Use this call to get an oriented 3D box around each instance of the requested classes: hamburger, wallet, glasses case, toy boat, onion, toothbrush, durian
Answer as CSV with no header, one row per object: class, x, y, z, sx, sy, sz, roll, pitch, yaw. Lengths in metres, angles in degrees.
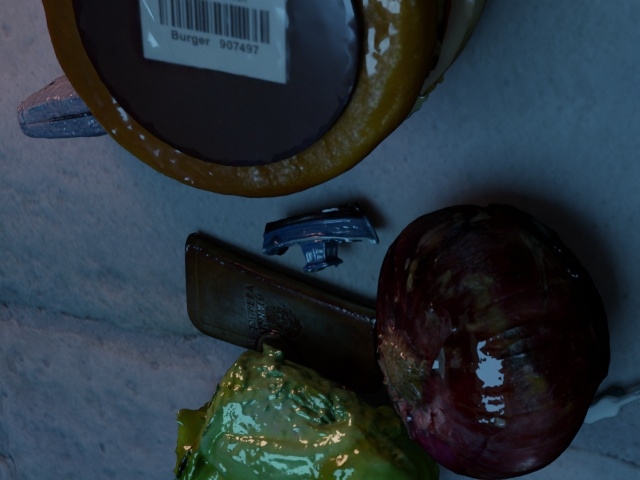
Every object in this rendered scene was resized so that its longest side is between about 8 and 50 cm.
hamburger,-0.037,-0.211,0.893,0.330,0.250,0.330,14,125,20
wallet,-0.042,0.088,1.258,0.255,0.031,0.137,20,131,26
glasses case,-0.199,-0.150,1.164,0.282,0.109,0.067,-5,113,38
toy boat,0.000,0.000,1.149,0.137,0.060,0.061,-13,91,35
onion,0.147,0.086,1.006,0.246,0.190,0.246,36,132,53
toothbrush,0.340,0.101,0.986,0.030,0.030,0.304,51,135,-2
durian,-0.034,0.247,1.235,0.340,0.204,0.256,24,141,19
